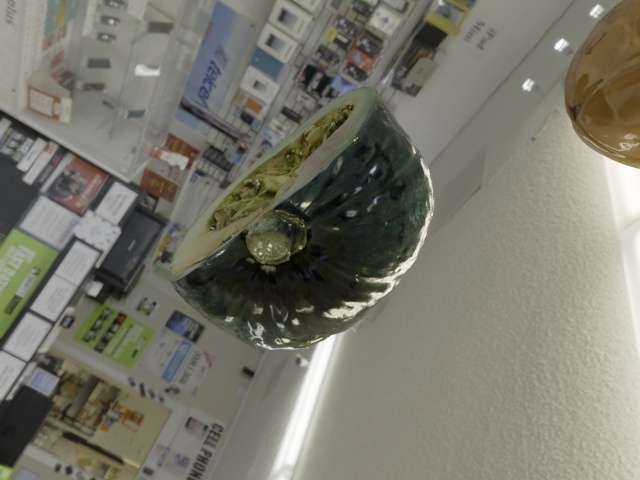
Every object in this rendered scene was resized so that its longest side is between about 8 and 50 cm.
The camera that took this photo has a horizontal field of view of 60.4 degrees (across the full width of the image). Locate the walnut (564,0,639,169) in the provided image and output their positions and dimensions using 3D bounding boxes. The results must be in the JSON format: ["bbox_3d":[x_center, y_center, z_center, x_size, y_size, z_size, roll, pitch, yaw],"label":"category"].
[{"bbox_3d":[0.315,-0.145,0.468,0.197,0.165,0.165,-13,-161,9],"label":"walnut"}]

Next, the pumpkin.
[{"bbox_3d":[0.000,0.000,0.616,0.293,0.197,0.263,-37,-161,19],"label":"pumpkin"}]
